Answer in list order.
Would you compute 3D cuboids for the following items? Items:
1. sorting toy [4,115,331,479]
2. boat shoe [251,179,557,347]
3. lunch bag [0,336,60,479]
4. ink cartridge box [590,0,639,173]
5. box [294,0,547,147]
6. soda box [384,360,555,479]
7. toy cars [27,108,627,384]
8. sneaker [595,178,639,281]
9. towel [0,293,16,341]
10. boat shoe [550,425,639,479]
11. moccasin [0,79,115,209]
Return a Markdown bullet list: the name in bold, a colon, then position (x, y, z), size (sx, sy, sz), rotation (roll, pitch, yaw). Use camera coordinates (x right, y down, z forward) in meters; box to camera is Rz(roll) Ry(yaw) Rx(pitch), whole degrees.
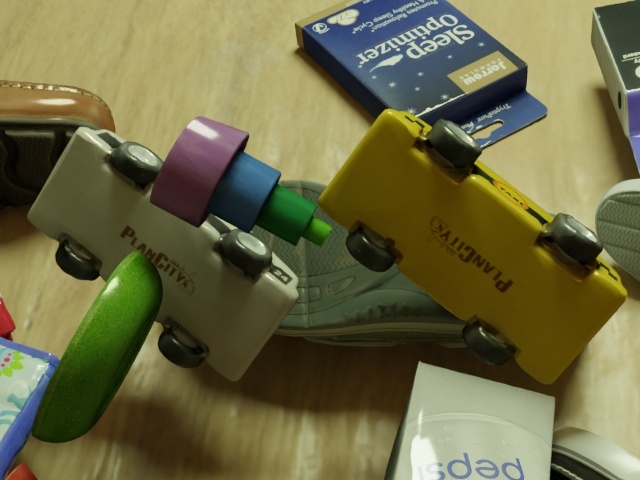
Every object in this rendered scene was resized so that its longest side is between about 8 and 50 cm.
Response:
- **sorting toy**: position (-0.103, 0.110, 0.671), size (0.126, 0.127, 0.365), rotation (28, 94, -1)
- **boat shoe**: position (0.042, 0.028, 0.822), size (0.320, 0.103, 0.118), rotation (2, 67, 15)
- **lunch bag**: position (-0.254, 0.130, 0.731), size (0.151, 0.096, 0.129), rotation (-3, 46, 29)
- **ink cartridge box**: position (0.337, -0.142, 0.883), size (0.206, 0.045, 0.208), rotation (-9, 39, 8)
- **box**: position (0.092, -0.163, 1.021), size (0.136, 0.036, 0.225), rotation (-27, 52, -18)
- **soda box**: position (0.066, 0.206, 0.605), size (0.091, 0.098, 0.286), rotation (15, 41, 4)
- **toy cars**: position (0.000, 0.000, 0.735), size (0.394, 0.176, 0.087), rotation (-1, 13, 17)
- **sneaker**: position (0.335, 0.008, 0.814), size (0.258, 0.094, 0.091), rotation (19, 32, 19)
- **towel**: position (-0.375, -0.002, 0.827), size (0.199, 0.031, 0.275), rotation (-26, 88, -16)
- **boat shoe**: position (0.200, 0.207, 0.648), size (0.076, 0.080, 0.228), rotation (-32, 59, -23)
- **moccasin**: position (-0.359, -0.108, 0.967), size (0.380, 0.139, 0.147), rotation (-1, 56, 18)
